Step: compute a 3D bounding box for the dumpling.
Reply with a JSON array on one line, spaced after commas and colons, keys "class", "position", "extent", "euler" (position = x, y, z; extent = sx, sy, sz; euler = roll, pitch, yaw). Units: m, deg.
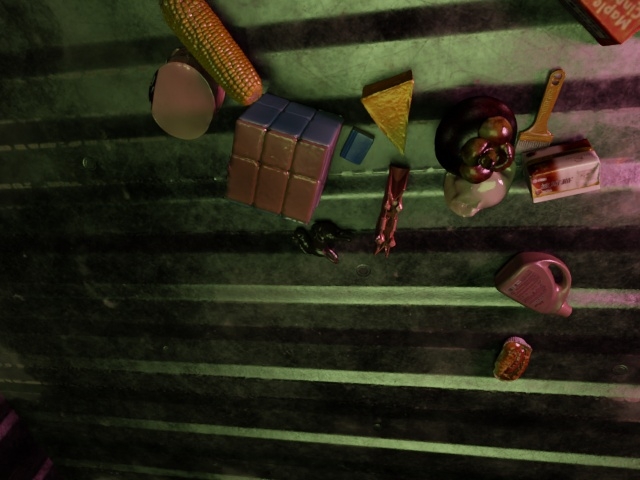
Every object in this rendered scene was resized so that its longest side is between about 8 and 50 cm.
[{"class": "dumpling", "position": [0.403, -0.148, 1.199], "extent": [0.150, 0.092, 0.176], "euler": [43, 131, -1]}]

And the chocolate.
[{"class": "chocolate", "position": [0.584, -0.528, 0.889], "extent": [0.237, 0.108, 0.235], "euler": [37, 124, -15]}]

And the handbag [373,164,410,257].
[{"class": "handbag", "position": [0.186, -0.078, 1.243], "extent": [0.059, 0.157, 0.212], "euler": [12, 125, 4]}]

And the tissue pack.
[{"class": "tissue pack", "position": [0.575, -0.169, 1.126], "extent": [0.149, 0.106, 0.099], "euler": [-13, 132, 19]}]

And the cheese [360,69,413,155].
[{"class": "cheese", "position": [0.183, -0.299, 1.134], "extent": [0.126, 0.093, 0.171], "euler": [-14, 120, 17]}]

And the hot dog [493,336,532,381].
[{"class": "hot dog", "position": [0.626, 0.397, 1.537], "extent": [0.099, 0.053, 0.192], "euler": [13, 123, 8]}]

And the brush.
[{"class": "brush", "position": [0.528, -0.297, 1.111], "extent": [0.083, 0.010, 0.218], "euler": [7, 127, 6]}]

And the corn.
[{"class": "corn", "position": [-0.249, -0.451, 1.090], "extent": [0.106, 0.106, 0.305], "euler": [-36, 98, 29]}]

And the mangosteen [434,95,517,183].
[{"class": "mangosteen", "position": [0.363, -0.223, 1.065], "extent": [0.194, 0.230, 0.194], "euler": [-5, 123, -8]}]

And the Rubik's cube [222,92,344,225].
[{"class": "Rubik's cube", "position": [-0.089, -0.207, 1.172], "extent": [0.225, 0.231, 0.221], "euler": [18, 124, 2]}]

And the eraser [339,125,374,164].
[{"class": "eraser", "position": [0.095, -0.247, 1.227], "extent": [0.063, 0.027, 0.084], "euler": [24, 125, -7]}]

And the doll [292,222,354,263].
[{"class": "doll", "position": [0.000, 0.000, 1.400], "extent": [0.165, 0.057, 0.139], "euler": [26, 128, 0]}]

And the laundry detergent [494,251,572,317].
[{"class": "laundry detergent", "position": [0.641, 0.128, 1.338], "extent": [0.237, 0.076, 0.171], "euler": [28, 124, -8]}]

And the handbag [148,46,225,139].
[{"class": "handbag", "position": [-0.333, -0.371, 1.179], "extent": [0.179, 0.116, 0.205], "euler": [23, 126, -4]}]
